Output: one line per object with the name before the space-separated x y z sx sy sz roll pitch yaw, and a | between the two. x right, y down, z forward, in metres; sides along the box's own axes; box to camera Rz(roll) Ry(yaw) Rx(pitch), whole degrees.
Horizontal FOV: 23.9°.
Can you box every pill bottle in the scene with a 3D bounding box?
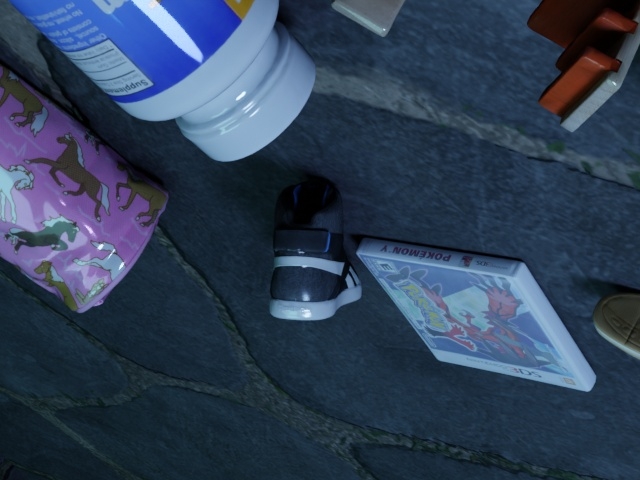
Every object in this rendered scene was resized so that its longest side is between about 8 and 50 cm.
pill bottle | -0.126 -0.183 1.089 0.152 0.152 0.272 0 144 49

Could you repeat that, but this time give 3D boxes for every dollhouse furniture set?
dollhouse furniture set | 0.074 -0.192 0.864 0.259 0.135 0.262 30 157 -3

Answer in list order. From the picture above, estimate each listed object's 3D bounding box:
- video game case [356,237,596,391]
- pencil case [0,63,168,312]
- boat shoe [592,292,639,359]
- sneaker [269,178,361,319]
video game case | 0.151 0.073 1.461 0.183 0.023 0.201 9 149 39
pencil case | -0.340 -0.084 1.528 0.386 0.160 0.167 35 155 -16
boat shoe | 0.310 0.098 1.281 0.170 0.063 0.059 21 150 15
sneaker | 0.000 0.000 1.429 0.079 0.121 0.217 4 -172 5
